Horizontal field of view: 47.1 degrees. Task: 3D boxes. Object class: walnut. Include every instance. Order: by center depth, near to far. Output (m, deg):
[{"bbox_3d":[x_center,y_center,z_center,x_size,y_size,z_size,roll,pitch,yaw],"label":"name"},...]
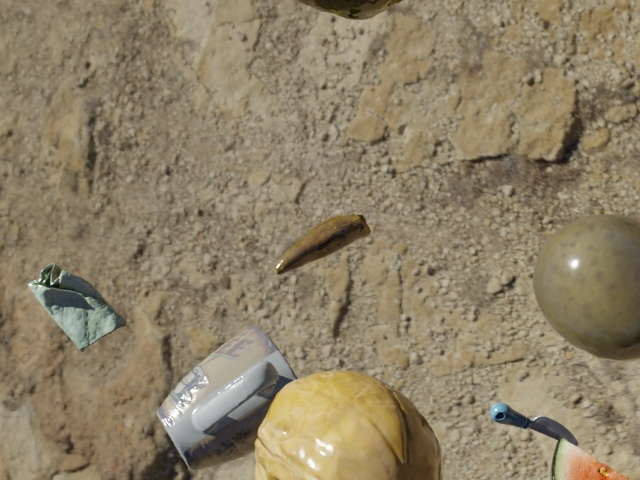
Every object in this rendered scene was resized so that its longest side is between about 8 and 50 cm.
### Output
[{"bbox_3d":[0.024,0.203,0.668,0.197,0.165,0.165,-1,81,58],"label":"walnut"}]

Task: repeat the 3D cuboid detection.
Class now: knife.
[{"bbox_3d":[0.524,0.445,1.772,0.032,0.244,0.058,-90,22,-68],"label":"knife"}]

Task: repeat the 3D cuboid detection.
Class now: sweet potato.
[{"bbox_3d":[0.000,0.000,1.555,0.077,0.244,0.077,50,153,37],"label":"sweet potato"}]

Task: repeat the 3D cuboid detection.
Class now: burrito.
[{"bbox_3d":[-0.302,0.078,0.911,0.074,0.044,0.118,-36,99,7],"label":"burrito"}]

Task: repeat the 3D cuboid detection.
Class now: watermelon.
[{"bbox_3d":[0.409,0.406,1.124,0.137,0.145,0.192,-7,62,-3],"label":"watermelon"}]

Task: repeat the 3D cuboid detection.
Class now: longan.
[{"bbox_3d":[0.684,0.110,1.742,0.361,0.361,0.360,-8,77,37],"label":"longan"}]

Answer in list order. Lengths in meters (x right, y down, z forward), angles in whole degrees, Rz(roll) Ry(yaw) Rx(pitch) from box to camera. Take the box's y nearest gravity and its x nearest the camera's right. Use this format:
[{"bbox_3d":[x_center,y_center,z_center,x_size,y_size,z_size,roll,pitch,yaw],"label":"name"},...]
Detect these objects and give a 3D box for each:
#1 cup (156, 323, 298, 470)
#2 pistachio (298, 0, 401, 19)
[{"bbox_3d":[-0.168,0.315,1.401,0.257,0.301,0.227,-33,80,-19],"label":"cup"},{"bbox_3d":[0.044,-0.277,0.718,0.189,0.100,0.110,-19,114,24],"label":"pistachio"}]
